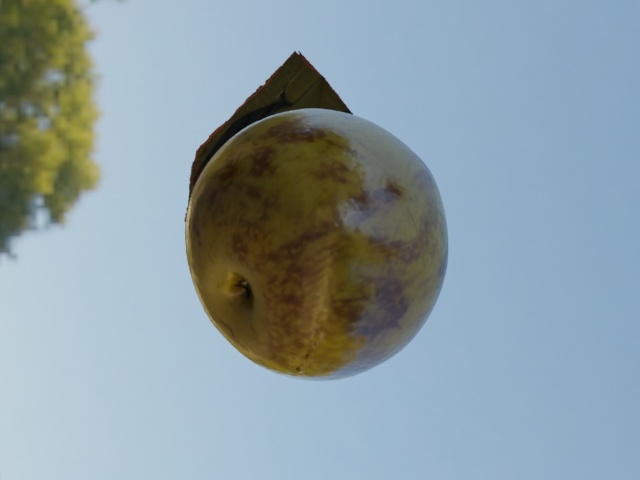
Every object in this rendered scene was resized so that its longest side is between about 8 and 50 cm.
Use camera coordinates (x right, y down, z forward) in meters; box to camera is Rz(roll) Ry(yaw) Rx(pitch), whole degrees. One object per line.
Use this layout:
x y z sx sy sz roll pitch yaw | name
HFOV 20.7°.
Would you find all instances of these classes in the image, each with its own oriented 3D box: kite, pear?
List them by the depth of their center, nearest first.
0.000 0.000 1.758 0.281 0.281 0.280 177 -90 -72 | pear
-0.045 -0.080 2.295 0.328 0.013 0.377 -5 -112 32 | kite
